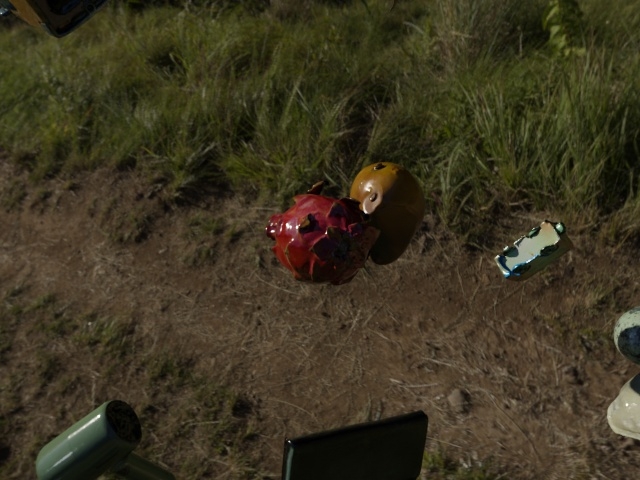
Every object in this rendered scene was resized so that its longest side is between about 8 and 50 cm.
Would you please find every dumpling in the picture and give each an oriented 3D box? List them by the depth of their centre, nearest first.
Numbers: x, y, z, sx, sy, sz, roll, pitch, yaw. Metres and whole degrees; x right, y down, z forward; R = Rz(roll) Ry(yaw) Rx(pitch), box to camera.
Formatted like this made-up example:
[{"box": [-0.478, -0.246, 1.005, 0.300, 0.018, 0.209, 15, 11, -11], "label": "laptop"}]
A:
[{"box": [0.723, 0.361, 0.983, 0.258, 0.147, 0.193, -13, 28, -15], "label": "dumpling"}]

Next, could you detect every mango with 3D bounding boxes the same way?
[{"box": [0.130, -0.051, 0.950, 0.136, 0.236, 0.166, -15, 45, -6], "label": "mango"}]

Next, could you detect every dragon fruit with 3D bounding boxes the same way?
[{"box": [0.000, 0.000, 0.643, 0.165, 0.133, 0.136, 9, 51, 38], "label": "dragon fruit"}]

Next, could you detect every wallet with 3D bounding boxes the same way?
[{"box": [0.074, 0.443, 0.962, 0.045, 0.317, 0.173, -152, 63, -62], "label": "wallet"}]

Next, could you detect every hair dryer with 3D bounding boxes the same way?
[{"box": [-0.160, 0.200, 0.414, 0.071, 0.150, 0.047, -35, 36, 1], "label": "hair dryer"}]

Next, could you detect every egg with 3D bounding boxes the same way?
[{"box": [0.722, 0.213, 1.051, 0.132, 0.172, 0.132, 16, 110, 50], "label": "egg"}]

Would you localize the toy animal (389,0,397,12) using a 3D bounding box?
[{"box": [0.166, -0.737, 1.244, 0.095, 0.219, 0.155, 19, 63, 49], "label": "toy animal"}]

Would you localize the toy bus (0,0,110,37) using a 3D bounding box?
[{"box": [-0.249, -0.258, 0.358, 0.103, 0.182, 0.091, 26, 69, 29], "label": "toy bus"}]

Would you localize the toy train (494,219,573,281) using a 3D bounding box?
[{"box": [0.524, 0.027, 1.165, 0.188, 0.099, 0.072, -45, 45, 33], "label": "toy train"}]
